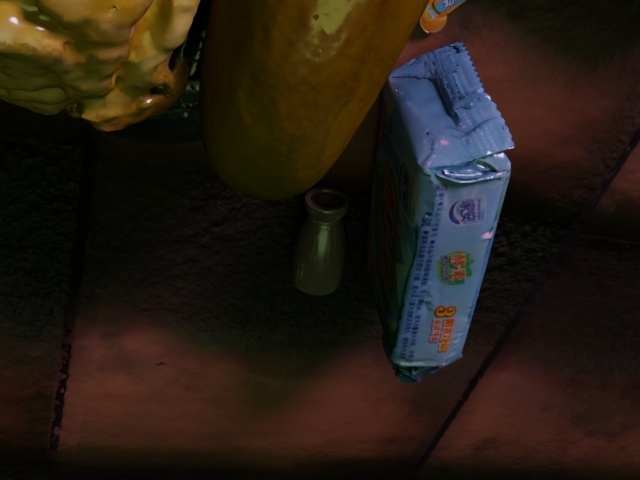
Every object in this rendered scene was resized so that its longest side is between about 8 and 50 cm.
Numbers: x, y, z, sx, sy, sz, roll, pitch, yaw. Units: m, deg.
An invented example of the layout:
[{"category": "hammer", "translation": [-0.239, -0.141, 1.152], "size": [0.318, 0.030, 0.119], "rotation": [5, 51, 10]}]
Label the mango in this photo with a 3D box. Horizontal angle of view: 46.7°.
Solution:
[{"category": "mango", "translation": [0.006, -0.170, 0.456], "size": [0.142, 0.195, 0.331], "rotation": [18, 106, -6]}]

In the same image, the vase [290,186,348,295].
[{"category": "vase", "translation": [0.000, 0.000, 0.724], "size": [0.053, 0.053, 0.100], "rotation": [0, 127, -10]}]

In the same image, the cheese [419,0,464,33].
[{"category": "cheese", "translation": [0.123, -0.207, 0.587], "size": [0.111, 0.017, 0.047], "rotation": [-32, 126, 18]}]

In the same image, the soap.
[{"category": "soap", "translation": [0.092, -0.011, 0.661], "size": [0.077, 0.156, 0.293], "rotation": [-4, 131, -8]}]

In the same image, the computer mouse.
[{"category": "computer mouse", "translation": [-0.105, -0.128, 0.587], "size": [0.193, 0.062, 0.105], "rotation": [-13, 133, -1]}]

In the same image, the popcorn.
[{"category": "popcorn", "translation": [-0.156, -0.182, 0.427], "size": [0.190, 0.250, 0.250], "rotation": [-24, 136, -24]}]
